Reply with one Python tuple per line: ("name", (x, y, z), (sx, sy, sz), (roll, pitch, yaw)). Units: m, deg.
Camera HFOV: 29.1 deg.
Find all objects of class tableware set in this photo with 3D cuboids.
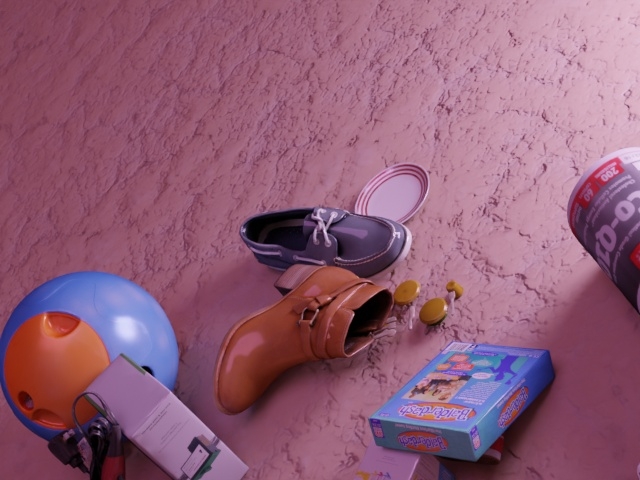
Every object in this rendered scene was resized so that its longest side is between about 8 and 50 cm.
("tableware set", (0.143, 0.100, 1.857), (0.154, 0.024, 0.104), (-21, 41, 26))

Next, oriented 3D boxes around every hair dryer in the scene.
("hair dryer", (-0.311, 0.379, 1.776), (0.080, 0.293, 0.223), (-25, -12, -32))

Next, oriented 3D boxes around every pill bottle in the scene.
("pill bottle", (0.446, 0.017, 1.564), (0.161, 0.161, 0.283), (-37, 39, 7))

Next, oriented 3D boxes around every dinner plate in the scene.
("dinner plate", (0.120, -0.069, 2.030), (0.141, 0.017, 0.141), (-22, 44, 23))

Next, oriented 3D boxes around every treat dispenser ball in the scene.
("treat dispenser ball", (-0.375, 0.193, 1.995), (0.288, 0.288, 0.288), (-23, 43, 23))

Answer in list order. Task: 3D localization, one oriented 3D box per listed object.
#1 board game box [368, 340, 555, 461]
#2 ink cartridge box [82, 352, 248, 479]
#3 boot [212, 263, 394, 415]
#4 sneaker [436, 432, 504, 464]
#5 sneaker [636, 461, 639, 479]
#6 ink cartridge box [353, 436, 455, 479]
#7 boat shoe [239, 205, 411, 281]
("board game box", (0.188, 0.207, 1.626), (0.160, 0.047, 0.210), (2, 26, 41))
("ink cartridge box", (-0.229, 0.288, 1.845), (0.092, 0.219, 0.160), (-48, 40, -12))
("boot", (-0.025, 0.162, 1.872), (0.220, 0.109, 0.283), (13, 57, 50))
("sneaker", (0.193, 0.260, 1.652), (0.118, 0.042, 0.067), (3, 61, 33))
("sneaker", (0.422, 0.296, 1.401), (0.131, 0.112, 0.296), (-22, 39, 49))
("ink cartridge box", (0.096, 0.346, 1.618), (0.090, 0.092, 0.143), (4, 59, 42))
("boat shoe", (0.000, 0.000, 1.995), (0.319, 0.099, 0.116), (1, 66, 42))
